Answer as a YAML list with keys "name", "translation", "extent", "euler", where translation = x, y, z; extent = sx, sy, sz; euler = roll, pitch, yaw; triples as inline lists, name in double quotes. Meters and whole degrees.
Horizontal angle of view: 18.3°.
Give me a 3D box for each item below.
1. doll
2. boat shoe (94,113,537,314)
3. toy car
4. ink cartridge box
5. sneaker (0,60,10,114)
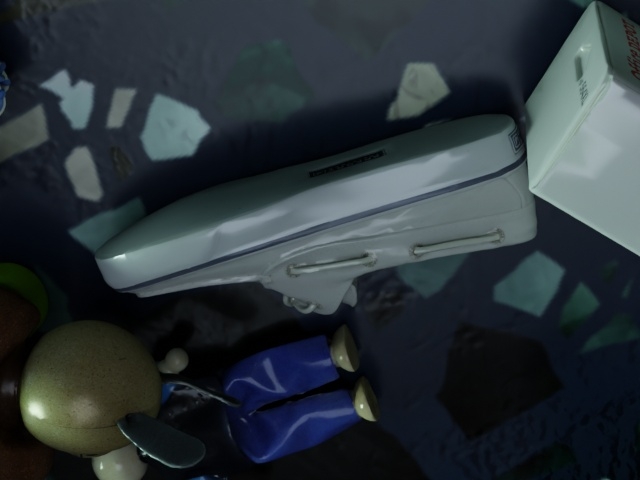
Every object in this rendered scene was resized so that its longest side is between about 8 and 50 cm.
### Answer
- name: "doll"
  translation: [-0.059, 0.121, 1.277]
  extent: [0.189, 0.046, 0.129]
  euler: [-19, 107, 10]
- name: "boat shoe"
  translation: [0.000, 0.000, 1.206]
  extent: [0.267, 0.096, 0.088]
  euler: [-17, 106, 0]
- name: "toy car"
  translation: [-0.148, 0.105, 1.199]
  extent: [0.188, 0.155, 0.149]
  euler: [7, 113, 11]
- name: "ink cartridge box"
  translation: [0.222, -0.036, 1.147]
  extent: [0.203, 0.148, 0.086]
  euler: [30, 112, -8]
- name: "sneaker"
  translation: [-0.223, -0.114, 1.181]
  extent: [0.081, 0.080, 0.211]
  euler: [9, 122, -8]
